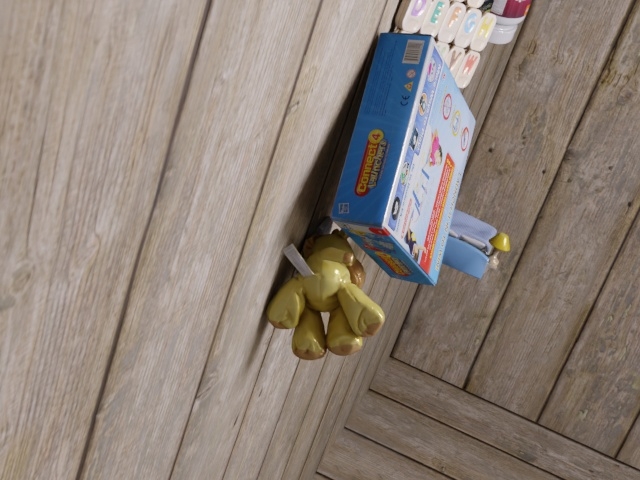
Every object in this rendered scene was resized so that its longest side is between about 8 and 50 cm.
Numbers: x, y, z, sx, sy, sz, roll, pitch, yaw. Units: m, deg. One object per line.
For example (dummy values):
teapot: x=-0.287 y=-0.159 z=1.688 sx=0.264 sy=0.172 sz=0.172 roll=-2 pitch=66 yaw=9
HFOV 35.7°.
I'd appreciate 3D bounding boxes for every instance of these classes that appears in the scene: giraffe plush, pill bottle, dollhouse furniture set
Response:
giraffe plush: x=0.010 y=0.062 z=1.588 sx=0.170 sy=0.181 sz=0.210 roll=-67 pitch=141 yaw=-63
pill bottle: x=0.422 y=-0.566 z=2.253 sx=0.121 sy=0.121 sz=0.221 roll=-55 pitch=164 yaw=-47
dollhouse furniture set: x=0.271 y=-0.098 z=2.031 sx=0.286 sy=0.303 sz=0.198 roll=-43 pitch=156 yaw=-64

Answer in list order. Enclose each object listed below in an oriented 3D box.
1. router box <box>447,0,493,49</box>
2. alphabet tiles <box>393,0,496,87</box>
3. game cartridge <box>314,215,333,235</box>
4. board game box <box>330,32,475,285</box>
router box: x=0.255 y=-0.422 z=1.854 sx=0.243 sy=0.081 sz=0.309 roll=-70 pitch=169 yaw=21
alphabet tiles: x=0.200 y=-0.333 z=1.660 sx=0.284 sy=0.021 sz=0.278 roll=-2 pitch=119 yaw=-54
game cartridge: x=0.000 y=0.000 z=1.696 sx=0.056 sy=0.017 sz=0.083 roll=-44 pitch=156 yaw=-55
board game box: x=0.141 y=-0.119 z=1.571 sx=0.302 sy=0.086 sz=0.308 roll=43 pitch=59 yaw=-62
